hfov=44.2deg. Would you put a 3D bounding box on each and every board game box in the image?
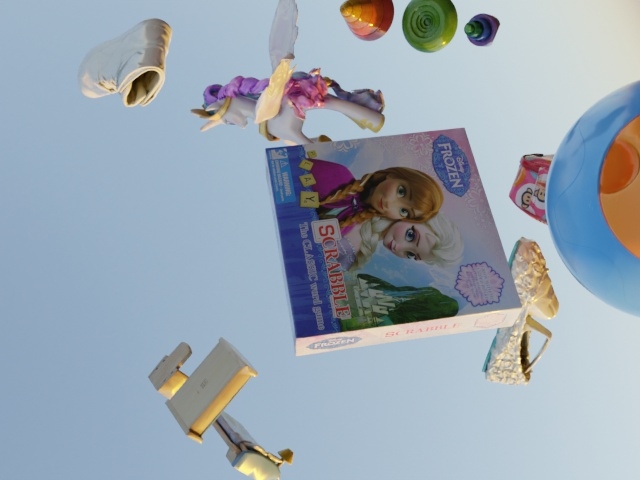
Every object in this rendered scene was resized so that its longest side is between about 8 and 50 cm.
[{"bbox_3d":[0.095,-0.009,1.154,0.066,0.317,0.319,96,164,-60],"label":"board game box"}]

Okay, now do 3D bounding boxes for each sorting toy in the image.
[{"bbox_3d":[0.183,-0.460,1.641,0.126,0.365,0.127,-18,-59,-56],"label":"sorting toy"}]

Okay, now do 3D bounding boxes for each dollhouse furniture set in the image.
[{"bbox_3d":[-0.196,0.384,1.873,0.303,0.198,0.286,45,175,-38],"label":"dollhouse furniture set"}]

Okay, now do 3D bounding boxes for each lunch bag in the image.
[{"bbox_3d":[0.532,-0.076,1.478,0.258,0.120,0.293,-6,-154,-44],"label":"lunch bag"}]

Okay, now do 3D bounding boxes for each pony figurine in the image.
[{"bbox_3d":[-0.057,-0.294,1.630,0.363,0.351,0.303,21,-133,-15],"label":"pony figurine"}]

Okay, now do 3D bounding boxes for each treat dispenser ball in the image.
[{"bbox_3d":[0.411,-0.048,0.916,0.288,0.288,0.288,41,-146,-36],"label":"treat dispenser ball"}]

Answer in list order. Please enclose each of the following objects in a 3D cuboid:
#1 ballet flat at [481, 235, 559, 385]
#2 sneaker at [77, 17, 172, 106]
[{"bbox_3d":[0.474,0.173,1.809,0.147,0.146,0.409,-73,-11,-54],"label":"ballet flat"},{"bbox_3d":[-0.453,-0.361,1.766,0.108,0.292,0.169,29,-133,-41],"label":"sneaker"}]
